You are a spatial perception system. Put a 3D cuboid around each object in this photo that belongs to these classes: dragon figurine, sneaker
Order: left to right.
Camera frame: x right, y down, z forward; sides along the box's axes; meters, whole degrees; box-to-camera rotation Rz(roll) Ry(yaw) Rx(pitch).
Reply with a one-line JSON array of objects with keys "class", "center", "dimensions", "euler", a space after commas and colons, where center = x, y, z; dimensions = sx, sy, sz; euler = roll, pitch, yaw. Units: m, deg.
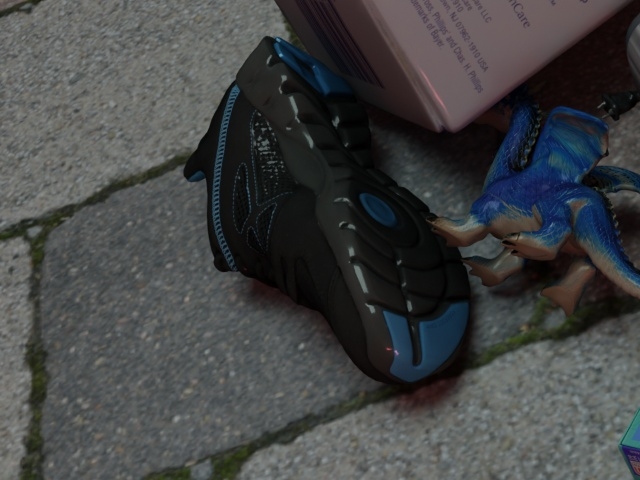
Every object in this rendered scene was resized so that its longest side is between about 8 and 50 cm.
[{"class": "sneaker", "center": [0.000, 0.000, 1.354], "dimensions": [0.139, 0.125, 0.341], "euler": [-49, 38, 20]}, {"class": "dragon figurine", "center": [0.170, -0.034, 1.250], "dimensions": [0.144, 0.085, 0.289], "euler": [-52, 29, -13]}]

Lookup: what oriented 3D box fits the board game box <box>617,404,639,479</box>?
[{"class": "board game box", "center": [0.304, 0.093, 1.101], "dimensions": [0.210, 0.047, 0.160], "euler": [11, 55, 38]}]

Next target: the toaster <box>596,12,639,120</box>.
[{"class": "toaster", "center": [0.305, -0.102, 1.242], "dimensions": [0.227, 0.129, 0.146], "euler": [-23, 43, 6]}]

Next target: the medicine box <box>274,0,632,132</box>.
[{"class": "medicine box", "center": [0.127, -0.234, 1.406], "dimensions": [0.289, 0.149, 0.263], "euler": [-36, 19, -8]}]
